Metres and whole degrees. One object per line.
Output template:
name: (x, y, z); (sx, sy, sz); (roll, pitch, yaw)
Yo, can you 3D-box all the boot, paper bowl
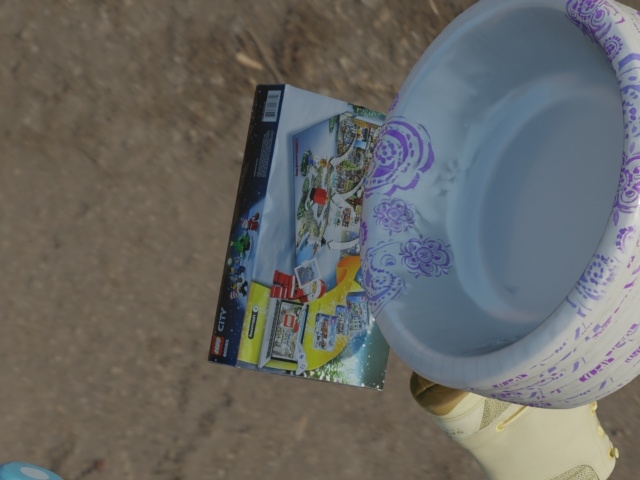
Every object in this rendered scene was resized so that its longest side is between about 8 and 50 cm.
boot: (0.222, 0.111, 1.465); (0.262, 0.203, 0.095); (-42, 37, -9)
paper bowl: (0.166, -0.025, 1.155); (0.284, 0.148, 0.284); (-24, 58, 46)

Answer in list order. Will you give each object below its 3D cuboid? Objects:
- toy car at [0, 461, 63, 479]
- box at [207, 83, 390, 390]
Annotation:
toy car: (-0.339, 0.331, 1.546); (0.210, 0.238, 0.219); (25, 98, 46)
box: (0.000, 0.000, 1.394); (0.044, 0.159, 0.233); (5, 84, 51)
